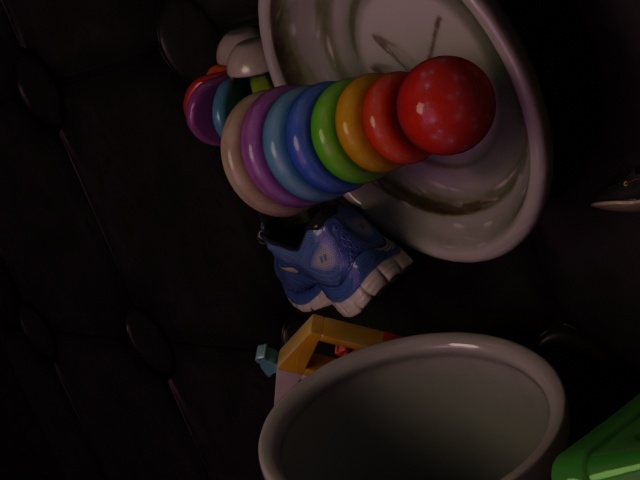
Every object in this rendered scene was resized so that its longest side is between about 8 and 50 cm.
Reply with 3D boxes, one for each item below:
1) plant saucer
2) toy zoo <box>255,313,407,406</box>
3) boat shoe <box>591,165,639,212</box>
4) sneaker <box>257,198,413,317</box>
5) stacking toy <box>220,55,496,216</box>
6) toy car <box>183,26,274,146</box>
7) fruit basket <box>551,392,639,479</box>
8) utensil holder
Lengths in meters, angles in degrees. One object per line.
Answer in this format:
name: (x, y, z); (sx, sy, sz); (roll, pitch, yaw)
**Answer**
plant saucer: (0.101, -0.169, 1.164); (0.400, 0.100, 0.400); (37, 149, 28)
toy zoo: (0.061, 0.177, 1.398); (0.293, 0.030, 0.192); (14, 140, -8)
boat shoe: (0.313, -0.049, 1.068); (0.133, 0.049, 0.042); (-10, 74, 63)
sneaker: (0.000, 0.000, 1.356); (0.147, 0.130, 0.330); (51, 166, -8)
stacking toy: (0.037, -0.110, 1.092); (0.330, 0.141, 0.141); (-10, 107, 55)
toy car: (-0.103, -0.170, 1.381); (0.182, 0.136, 0.159); (-127, 22, -65)
fruit basket: (0.373, 0.332, 1.095); (0.392, 0.283, 0.392); (20, 120, 39)
utensil holder: (0.133, 0.348, 1.241); (0.327, 0.327, 0.385); (15, 128, 45)
